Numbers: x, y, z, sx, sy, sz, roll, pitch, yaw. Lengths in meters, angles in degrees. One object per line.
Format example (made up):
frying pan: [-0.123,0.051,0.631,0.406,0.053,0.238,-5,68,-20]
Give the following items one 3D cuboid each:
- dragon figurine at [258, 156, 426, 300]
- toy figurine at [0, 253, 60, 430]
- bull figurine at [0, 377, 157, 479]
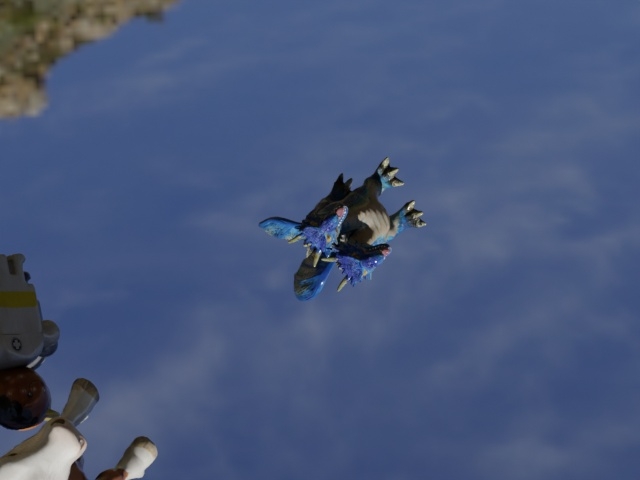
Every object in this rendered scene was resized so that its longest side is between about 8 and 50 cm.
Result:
dragon figurine: [0.000,0.000,1.823,0.144,0.085,0.289,-31,-174,-28]
toy figurine: [-0.308,0.103,1.540,0.210,0.148,0.213,-9,173,-11]
bull figurine: [-0.194,0.217,1.392,0.101,0.310,0.188,24,-143,17]
